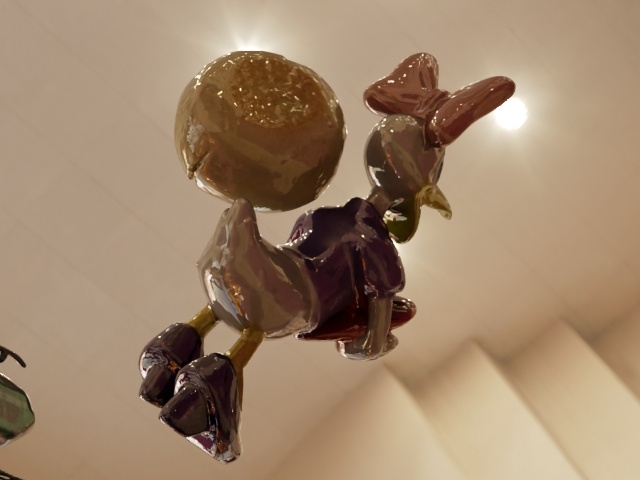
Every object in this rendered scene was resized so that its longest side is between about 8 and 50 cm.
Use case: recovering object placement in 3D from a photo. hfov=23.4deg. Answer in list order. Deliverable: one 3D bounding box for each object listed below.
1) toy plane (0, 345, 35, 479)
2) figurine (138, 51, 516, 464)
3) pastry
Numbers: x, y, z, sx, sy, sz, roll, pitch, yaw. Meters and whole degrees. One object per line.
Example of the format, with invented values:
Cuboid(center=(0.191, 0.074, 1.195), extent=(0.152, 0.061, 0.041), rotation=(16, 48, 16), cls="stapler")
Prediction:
Cuboid(center=(-0.251, 0.104, 0.983), extent=(0.060, 0.096, 0.235), rotation=(-21, -30, 20), cls="toy plane")
Cuboid(center=(-0.002, 0.006, 1.354), extent=(0.421, 0.154, 0.193), rotation=(-40, -53, -18), cls="figurine")
Cuboid(center=(-0.053, -0.097, 1.365), extent=(0.156, 0.156, 0.092), rotation=(-3, -40, -17), cls="pastry")
